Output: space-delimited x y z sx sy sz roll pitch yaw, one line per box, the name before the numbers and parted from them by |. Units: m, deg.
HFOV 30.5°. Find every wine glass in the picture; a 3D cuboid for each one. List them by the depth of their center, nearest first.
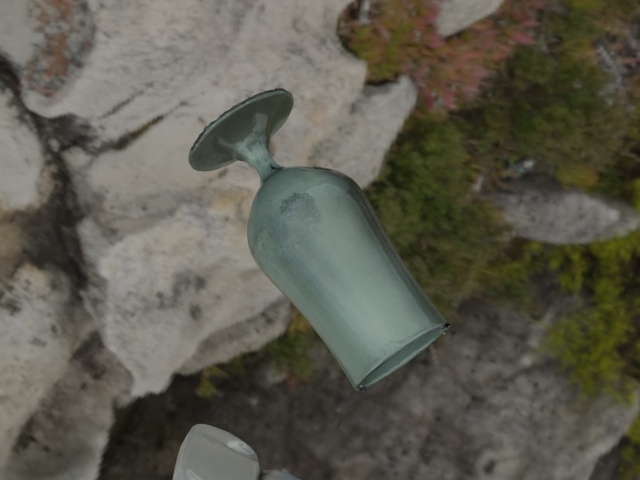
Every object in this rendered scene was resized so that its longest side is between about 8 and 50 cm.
wine glass | 0.000 0.000 0.916 0.103 0.231 0.103 -34 166 -10

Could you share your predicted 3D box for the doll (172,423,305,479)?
doll | -0.110 0.379 1.221 0.161 0.348 0.423 -39 135 -57
